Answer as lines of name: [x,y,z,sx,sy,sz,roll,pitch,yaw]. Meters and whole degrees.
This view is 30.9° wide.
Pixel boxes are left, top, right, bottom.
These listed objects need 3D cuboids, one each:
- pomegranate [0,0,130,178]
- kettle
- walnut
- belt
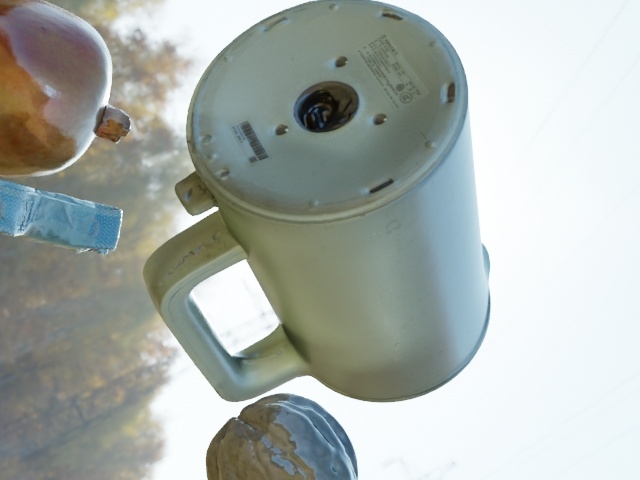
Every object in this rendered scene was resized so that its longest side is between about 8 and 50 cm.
pomegranate: [-0.386,-0.201,1.557,0.252,0.270,0.229,-107,-142,-55]
kettle: [0.015,0.004,0.939,0.205,0.265,0.318,25,-22,24]
walnut: [-0.047,0.322,1.604,0.224,0.224,0.224,52,-23,32]
belt: [-0.357,-0.027,1.499,0.302,0.087,0.072,16,78,-65]
